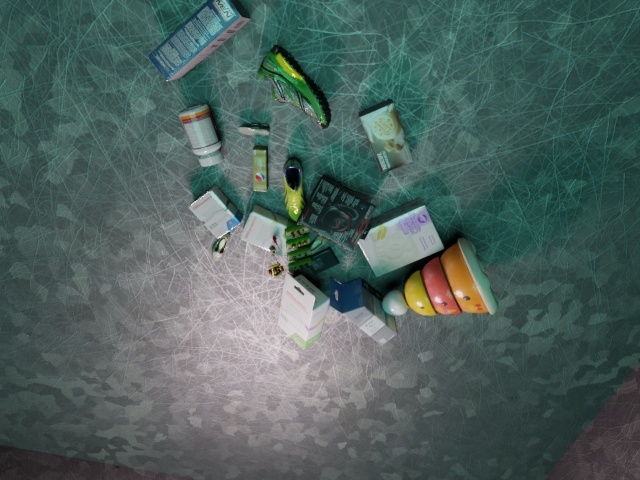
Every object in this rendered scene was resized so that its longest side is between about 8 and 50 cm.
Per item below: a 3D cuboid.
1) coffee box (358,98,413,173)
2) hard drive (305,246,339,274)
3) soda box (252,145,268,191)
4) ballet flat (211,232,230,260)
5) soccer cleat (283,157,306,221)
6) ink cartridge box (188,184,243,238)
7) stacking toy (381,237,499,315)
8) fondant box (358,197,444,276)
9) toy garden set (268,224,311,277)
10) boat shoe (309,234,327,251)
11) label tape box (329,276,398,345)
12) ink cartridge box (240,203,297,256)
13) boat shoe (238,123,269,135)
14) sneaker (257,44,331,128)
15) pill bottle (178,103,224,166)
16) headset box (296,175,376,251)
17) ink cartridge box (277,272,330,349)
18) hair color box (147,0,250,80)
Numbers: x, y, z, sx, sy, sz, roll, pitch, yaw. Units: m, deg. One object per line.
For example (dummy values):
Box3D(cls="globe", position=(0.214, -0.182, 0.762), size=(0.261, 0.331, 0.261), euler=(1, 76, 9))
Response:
Box3D(cls="coffee box", position=(0.259, -0.410, 1.639), size=(0.141, 0.098, 0.246), euler=(-20, 115, 11))
Box3D(cls="hard drive", position=(0.008, 0.097, 1.950), size=(0.135, 0.022, 0.094), euler=(-25, 114, 14))
Box3D(cls="soda box", position=(-0.250, -0.299, 1.729), size=(0.058, 0.061, 0.181), euler=(4, 117, -1))
Box3D(cls="ballet flat", position=(-0.468, 0.035, 1.912), size=(0.057, 0.052, 0.168), euler=(23, 116, -10))
Box3D(cls="soccer cleat", position=(-0.113, -0.201, 1.743), size=(0.094, 0.121, 0.289), euler=(-2, 118, 2))
Box3D(cls="ink cartridge box", position=(-0.455, -0.124, 1.813), size=(0.140, 0.082, 0.190), euler=(-32, 111, 16))
Box3D(cls="stacking toy", position=(0.502, 0.227, 1.842), size=(0.480, 0.350, 0.350), euler=(-25, 114, 20))
Box3D(cls="fondant box", position=(0.347, -0.011, 1.846), size=(0.330, 0.096, 0.238), euler=(-25, 114, 13))
Box3D(cls="toy garden set", position=(-0.136, 0.056, 1.822), size=(0.204, 0.049, 0.244), euler=(-16, 131, -16))
Box3D(cls="boat shoe", position=(0.000, 0.000, 1.889), size=(0.049, 0.043, 0.137), euler=(42, 110, -16))
Box3D(cls="label tape box", position=(0.200, 0.299, 1.927), size=(0.334, 0.240, 0.106), euler=(40, 112, -17))
Box3D(cls="ink cartridge box", position=(-0.230, -0.044, 1.844), size=(0.213, 0.093, 0.154), euler=(22, 115, -13))
Box3D(cls="boat shoe", position=(-0.266, -0.451, 1.665), size=(0.125, 0.038, 0.046), euler=(4, 159, 5))
Box3D(cls="sneaker", position=(-0.090, -0.557, 1.570), size=(0.146, 0.134, 0.343), euler=(-38, 102, 26))
Box3D(cls="pill bottle", position=(-0.466, -0.415, 1.641), size=(0.121, 0.121, 0.221), euler=(-12, 117, 7))
Box3D(cls="headset box", position=(0.078, -0.101, 1.736), size=(0.293, 0.110, 0.218), euler=(28, 87, -6))
Box3D(cls="ink cartridge box", position=(-0.079, 0.308, 1.923), size=(0.207, 0.119, 0.353), euler=(38, 134, 30))
Box3D(cls="hair color box", position=(-0.423, -0.715, 1.455), size=(0.347, 0.174, 0.105), euler=(-32, 111, 16))
